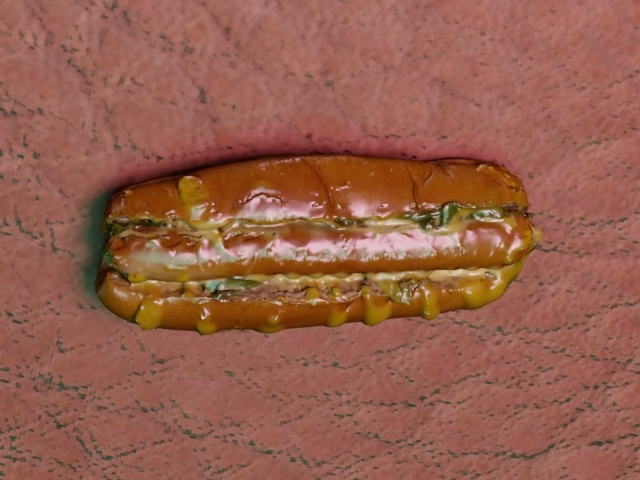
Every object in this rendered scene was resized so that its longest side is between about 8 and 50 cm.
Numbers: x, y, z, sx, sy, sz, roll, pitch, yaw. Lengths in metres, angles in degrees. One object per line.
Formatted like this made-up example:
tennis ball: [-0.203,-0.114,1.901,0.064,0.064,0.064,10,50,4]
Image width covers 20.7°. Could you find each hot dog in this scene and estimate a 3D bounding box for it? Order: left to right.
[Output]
hot dog: [0.000,0.000,1.032,0.269,0.072,0.115,-5,112,-8]
